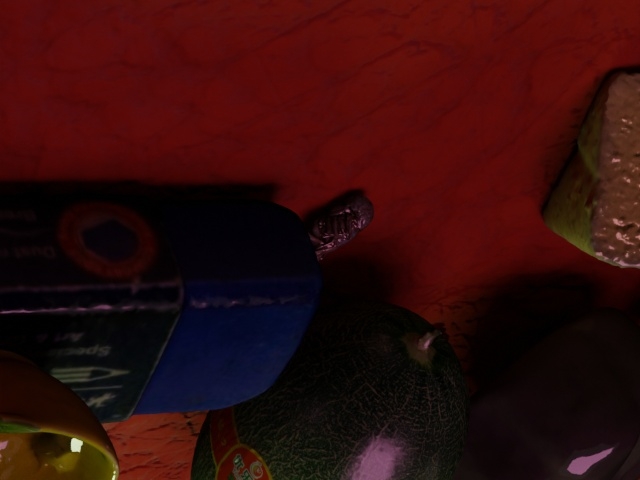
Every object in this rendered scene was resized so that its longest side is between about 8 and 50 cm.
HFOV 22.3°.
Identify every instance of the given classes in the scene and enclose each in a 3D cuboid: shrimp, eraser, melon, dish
[{"bbox_3d":[-0.002,0.003,1.130,0.092,0.038,0.029,-40,99,22],"label":"shrimp"},{"bbox_3d":[-0.175,0.049,1.033,0.332,0.101,0.155,-1,139,-28],"label":"eraser"},{"bbox_3d":[0.009,0.148,1.198,0.182,0.182,0.288,5,136,-34],"label":"melon"},{"bbox_3d":[-0.201,0.114,0.948,0.148,0.080,0.208,-22,148,6],"label":"dish"}]

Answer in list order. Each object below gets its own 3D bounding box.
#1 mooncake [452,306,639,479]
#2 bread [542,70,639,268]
[{"bbox_3d":[0.183,0.163,1.315,0.245,0.133,0.245,-36,158,-17],"label":"mooncake"},{"bbox_3d":[0.306,-0.031,1.188,0.266,0.142,0.178,4,152,-11],"label":"bread"}]
